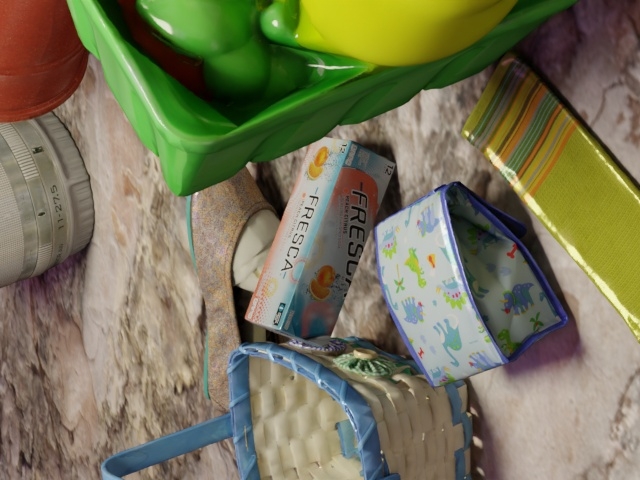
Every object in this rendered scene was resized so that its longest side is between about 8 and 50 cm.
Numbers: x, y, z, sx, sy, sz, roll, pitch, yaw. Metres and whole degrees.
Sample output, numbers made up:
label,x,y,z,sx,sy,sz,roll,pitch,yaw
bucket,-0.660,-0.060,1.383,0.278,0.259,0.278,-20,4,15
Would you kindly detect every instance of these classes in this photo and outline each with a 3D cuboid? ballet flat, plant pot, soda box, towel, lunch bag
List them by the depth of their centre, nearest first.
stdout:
label,x,y,z,sx,sy,sz,roll,pitch,yaw
towel,0.199,-0.035,1.290,0.237,0.021,0.102,53,146,24
lunch bag,0.115,0.033,1.386,0.151,0.096,0.129,58,148,0
soda box,0.000,0.000,1.488,0.063,0.058,0.183,13,82,54
plant pot,-0.320,-0.303,1.669,0.272,0.272,0.265,58,140,17
ballet flat,-0.065,0.051,1.690,0.106,0.107,0.316,18,130,28

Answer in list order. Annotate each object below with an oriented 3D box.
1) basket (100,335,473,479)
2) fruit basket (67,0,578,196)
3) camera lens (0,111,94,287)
label,x,y,z,sx,sy,sz,roll,pitch,yaw
basket,-0.025,0.198,1.509,0.255,0.289,0.201,17,123,50
fruit basket,0.017,-0.213,1.132,0.283,0.392,0.392,58,147,18
camera lens,-0.445,-0.038,2.029,0.219,0.274,0.219,33,134,43
